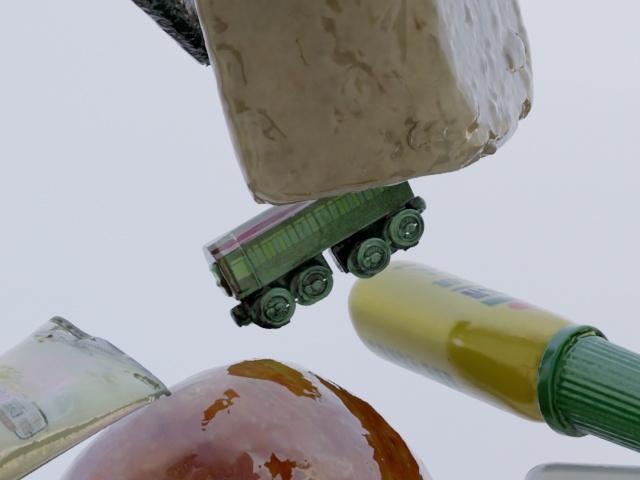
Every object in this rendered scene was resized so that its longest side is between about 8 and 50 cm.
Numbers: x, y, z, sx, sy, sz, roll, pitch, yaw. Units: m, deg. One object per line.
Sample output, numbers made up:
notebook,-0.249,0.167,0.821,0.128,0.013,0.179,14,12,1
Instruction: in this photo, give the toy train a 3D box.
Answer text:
toy train,0.000,0.000,1.109,0.148,0.038,0.071,-30,-79,-12

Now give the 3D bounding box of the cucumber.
cucumber,-0.092,-0.143,1.010,0.032,0.032,0.133,-32,-31,10

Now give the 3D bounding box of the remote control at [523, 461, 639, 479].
remote control,0.150,0.094,0.498,0.190,0.029,0.087,-1,-31,34

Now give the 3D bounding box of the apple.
apple,-0.041,0.236,1.049,0.277,0.250,0.309,-20,-39,-28

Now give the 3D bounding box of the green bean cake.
green bean cake,0.008,-0.109,0.580,0.085,0.109,0.179,-11,-84,22

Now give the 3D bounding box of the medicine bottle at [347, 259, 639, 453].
medicine bottle,0.145,0.084,1.149,0.111,0.309,0.076,17,-87,-44

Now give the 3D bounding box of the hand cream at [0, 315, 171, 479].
hand cream,-0.116,0.067,0.659,0.061,0.143,0.039,28,-61,16
